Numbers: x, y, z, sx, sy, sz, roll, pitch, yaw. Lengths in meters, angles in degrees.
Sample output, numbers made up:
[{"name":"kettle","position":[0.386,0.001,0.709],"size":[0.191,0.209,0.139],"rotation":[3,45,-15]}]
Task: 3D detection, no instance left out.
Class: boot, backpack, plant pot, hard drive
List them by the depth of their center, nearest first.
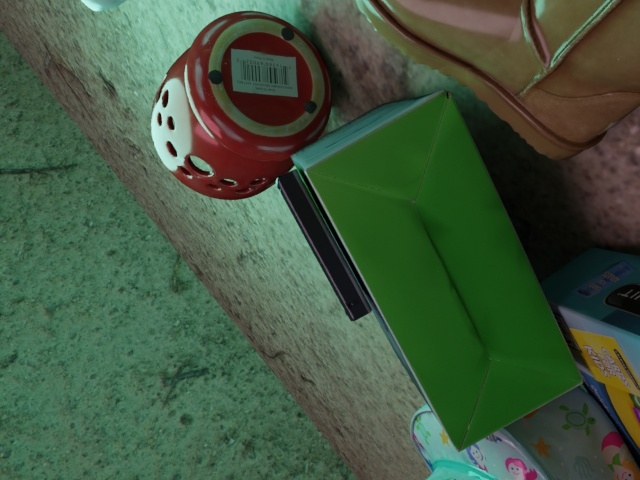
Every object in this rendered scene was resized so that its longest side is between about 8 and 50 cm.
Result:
[{"name":"boot","position":[0.148,-0.176,0.303],"size":[0.236,0.089,0.269],"rotation":[36,159,-2]},{"name":"hard drive","position":[0.000,0.000,0.519],"size":[0.135,0.022,0.094],"rotation":[61,180,-7]},{"name":"backpack","position":[0.197,0.248,0.556],"size":[0.254,0.191,0.225],"rotation":[64,158,0]},{"name":"plant pot","position":[-0.091,-0.155,0.687],"size":[0.191,0.191,0.174],"rotation":[57,155,-9]}]

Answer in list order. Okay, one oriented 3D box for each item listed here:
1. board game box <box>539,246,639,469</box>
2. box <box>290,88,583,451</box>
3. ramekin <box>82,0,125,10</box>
[{"name":"board game box","position":[0.293,0.143,0.360],"size":[0.254,0.079,0.336],"rotation":[56,179,-7]},{"name":"box","position":[0.091,0.009,0.544],"size":[0.262,0.126,0.231],"rotation":[61,179,-13]},{"name":"ramekin","position":[-0.143,-0.334,0.457],"size":[0.277,0.135,0.277],"rotation":[173,90,-83]}]
